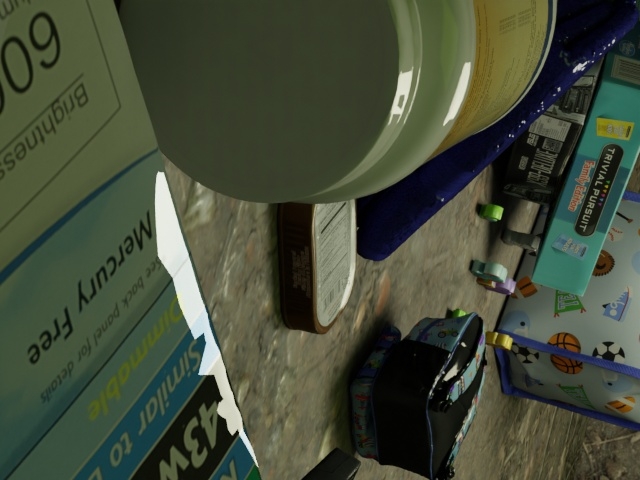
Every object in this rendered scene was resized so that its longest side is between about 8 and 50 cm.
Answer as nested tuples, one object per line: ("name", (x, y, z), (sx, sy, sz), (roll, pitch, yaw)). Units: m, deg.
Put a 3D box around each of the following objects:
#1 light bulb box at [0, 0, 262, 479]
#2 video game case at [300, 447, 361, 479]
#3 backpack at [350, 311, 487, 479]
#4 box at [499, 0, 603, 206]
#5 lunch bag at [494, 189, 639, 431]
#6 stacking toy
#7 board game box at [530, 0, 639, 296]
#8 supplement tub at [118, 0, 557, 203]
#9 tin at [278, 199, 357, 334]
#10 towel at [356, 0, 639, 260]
("light bulb box", (-0.216, 0.110, 0.452), (0.358, 0.225, 0.361), (-51, 143, -36))
("video game case", (-0.073, 0.332, 1.188), (0.275, 0.035, 0.248), (-33, 149, -61))
("backpack", (0.119, 0.158, 1.548), (0.158, 0.117, 0.173), (82, 30, -42))
("box", (0.314, -0.209, 1.787), (0.307, 0.076, 0.242), (83, 24, -73))
("lunch bag", (0.501, 0.116, 2.124), (0.239, 0.385, 0.328), (68, 40, -56))
("stacking toy", (0.241, 0.053, 1.888), (0.221, 0.052, 0.167), (35, 70, -67))
("board game box", (0.383, -0.132, 1.872), (0.254, 0.079, 0.336), (-65, 170, -49))
("supplement tub", (0.022, -0.154, 0.968), (0.316, 0.228, 0.228), (-31, 130, -62))
("tin", (0.000, 0.000, 1.273), (0.106, 0.040, 0.190), (-56, 151, -51))
("towel", (0.161, -0.123, 1.338), (0.308, 0.076, 0.227), (-45, 177, 36))
